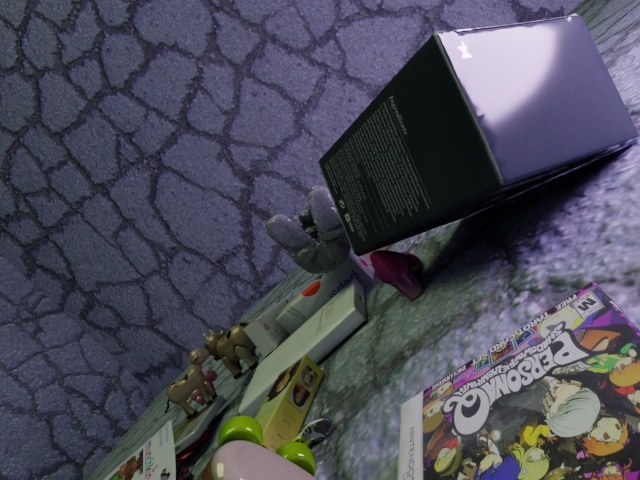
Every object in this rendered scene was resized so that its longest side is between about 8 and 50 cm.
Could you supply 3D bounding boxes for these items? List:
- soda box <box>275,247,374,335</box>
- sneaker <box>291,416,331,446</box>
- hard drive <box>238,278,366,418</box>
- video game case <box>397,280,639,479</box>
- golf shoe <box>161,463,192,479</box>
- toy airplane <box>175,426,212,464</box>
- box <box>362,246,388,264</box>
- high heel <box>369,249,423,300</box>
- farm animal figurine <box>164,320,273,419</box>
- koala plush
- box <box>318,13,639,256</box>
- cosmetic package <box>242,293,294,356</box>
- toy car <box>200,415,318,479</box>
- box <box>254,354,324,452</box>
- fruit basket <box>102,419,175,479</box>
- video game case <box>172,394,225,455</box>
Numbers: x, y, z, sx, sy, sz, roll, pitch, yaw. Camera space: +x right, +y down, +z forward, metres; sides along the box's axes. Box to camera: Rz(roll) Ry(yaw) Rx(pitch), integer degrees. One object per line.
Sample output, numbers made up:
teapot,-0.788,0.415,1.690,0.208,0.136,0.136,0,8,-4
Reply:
soda box,0.013,0.148,1.216,0.286,0.098,0.091,-42,6,17
sneaker,-0.015,0.287,0.671,0.083,0.031,0.035,-43,5,20
hard drive,-0.034,0.249,1.055,0.353,0.047,0.233,-43,5,11
video game case,0.155,0.153,0.342,0.232,0.042,0.210,-42,7,23
golf shoe,-0.340,0.521,0.894,0.105,0.120,0.273,-44,6,-13
toy airplane,-0.342,0.544,1.160,0.151,0.028,0.151,-36,5,4
box,0.165,-0.037,1.357,0.311,0.121,0.148,-45,5,-1
high heel,0.143,0.041,0.916,0.082,0.117,0.244,-44,5,16
farm animal figurine,-0.296,0.345,1.342,0.327,0.172,0.330,-38,-1,23
koala plush,0.000,0.000,1.180,0.196,0.203,0.221,-35,-13,3
box,0.224,-0.150,0.749,0.294,0.211,0.395,-18,-7,-25
cosmetic package,-0.122,0.240,1.296,0.060,0.099,0.239,-43,-5,22
toy car,-0.091,0.322,0.472,0.188,0.149,0.155,-55,15,5
box,-0.071,0.310,0.789,0.087,0.058,0.232,-42,6,28
fruit basket,-0.391,0.497,0.738,0.353,0.165,0.327,-45,21,-8
video game case,-0.374,0.532,1.209,0.206,0.026,0.227,-38,1,6
